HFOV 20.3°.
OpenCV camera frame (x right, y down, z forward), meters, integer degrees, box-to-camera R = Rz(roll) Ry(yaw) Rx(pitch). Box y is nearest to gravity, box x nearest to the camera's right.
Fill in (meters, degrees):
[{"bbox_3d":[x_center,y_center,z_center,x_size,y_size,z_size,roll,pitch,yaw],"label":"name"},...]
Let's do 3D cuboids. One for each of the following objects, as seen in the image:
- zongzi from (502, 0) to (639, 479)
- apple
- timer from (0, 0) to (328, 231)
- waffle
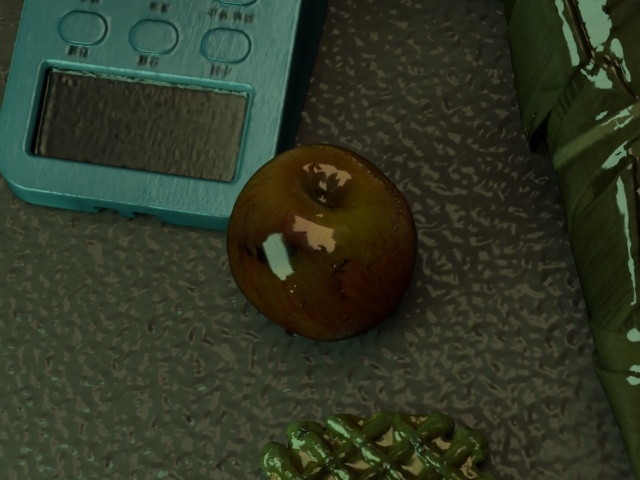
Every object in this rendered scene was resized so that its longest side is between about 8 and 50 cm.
[{"bbox_3d":[0.394,-0.070,1.285,0.500,0.218,0.467,-13,89,-13],"label":"zongzi"},{"bbox_3d":[0.000,0.000,1.294,0.146,0.146,0.146,-3,65,7],"label":"apple"},{"bbox_3d":[-0.127,-0.141,1.404,0.231,0.091,0.250,7,70,11],"label":"timer"},{"bbox_3d":[0.037,0.201,1.246,0.183,0.036,0.169,-2,66,8],"label":"waffle"}]
